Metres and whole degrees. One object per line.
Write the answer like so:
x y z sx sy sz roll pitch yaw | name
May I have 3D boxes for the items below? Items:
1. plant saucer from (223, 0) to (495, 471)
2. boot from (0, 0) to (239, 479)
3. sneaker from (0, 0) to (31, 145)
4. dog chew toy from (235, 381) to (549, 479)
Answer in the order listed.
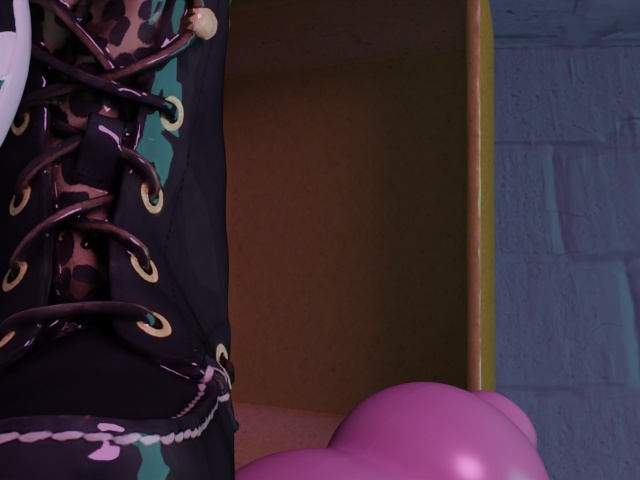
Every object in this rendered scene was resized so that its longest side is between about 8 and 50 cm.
0.000 0.000 0.964 0.081 0.333 0.333 1 90 -45 | plant saucer
-0.096 -0.014 0.606 0.377 0.138 0.284 115 -24 -87 | boot
-0.135 -0.050 0.395 0.121 0.079 0.217 87 5 -66 | sneaker
-0.005 0.201 0.723 0.332 0.206 0.206 -44 155 -24 | dog chew toy
